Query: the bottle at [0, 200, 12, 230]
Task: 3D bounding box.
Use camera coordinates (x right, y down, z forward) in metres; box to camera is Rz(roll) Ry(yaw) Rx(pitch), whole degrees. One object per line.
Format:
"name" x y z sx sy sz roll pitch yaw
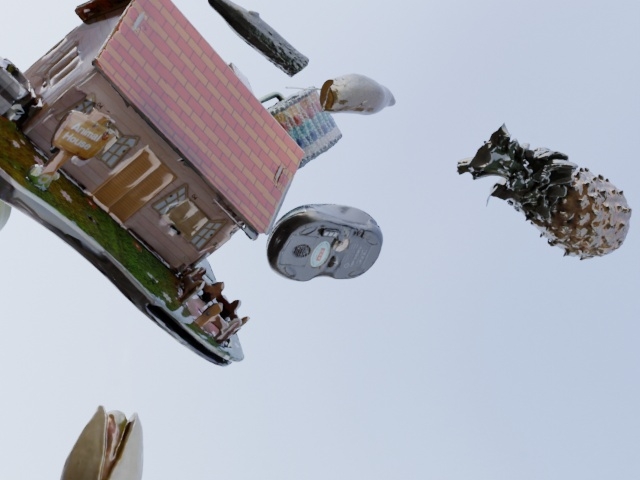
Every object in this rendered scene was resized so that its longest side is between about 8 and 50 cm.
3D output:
"bottle" -0.481 -0.002 0.943 0.172 0.351 0.171 7 -64 14

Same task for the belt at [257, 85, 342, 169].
"belt" -0.106 -0.206 1.882 0.207 0.295 0.160 -15 -74 57

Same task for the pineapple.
"pineapple" 0.357 -0.077 1.509 0.170 0.310 0.141 -28 -137 49

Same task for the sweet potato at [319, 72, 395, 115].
"sweet potato" 0.080 -0.267 1.691 0.077 0.244 0.077 8 -77 36

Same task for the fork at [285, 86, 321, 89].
"fork" -0.014 -0.296 1.820 0.016 0.115 0.012 -145 -120 -66

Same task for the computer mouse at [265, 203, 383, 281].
"computer mouse" 0.000 0.000 1.636 0.137 0.233 0.096 -58 -137 28

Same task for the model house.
"model house" -0.116 -0.068 0.680 0.154 0.294 0.207 -40 -146 5

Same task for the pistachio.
"pistachio" -0.365 0.388 1.557 0.144 0.144 0.215 -4 -110 48

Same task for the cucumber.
"cucumber" -0.084 -0.262 1.145 0.039 0.163 0.043 -48 -158 9
